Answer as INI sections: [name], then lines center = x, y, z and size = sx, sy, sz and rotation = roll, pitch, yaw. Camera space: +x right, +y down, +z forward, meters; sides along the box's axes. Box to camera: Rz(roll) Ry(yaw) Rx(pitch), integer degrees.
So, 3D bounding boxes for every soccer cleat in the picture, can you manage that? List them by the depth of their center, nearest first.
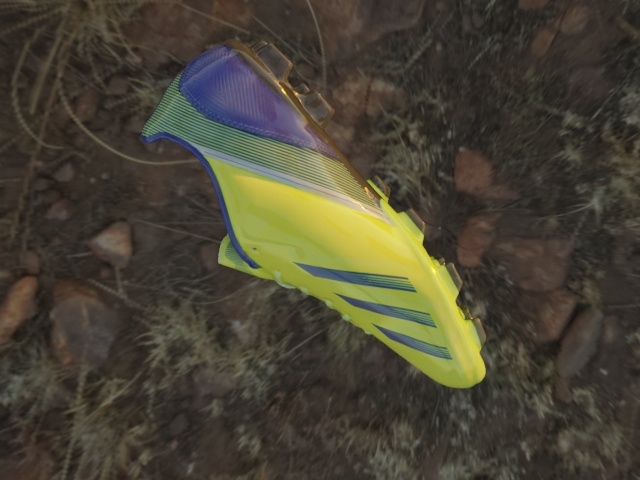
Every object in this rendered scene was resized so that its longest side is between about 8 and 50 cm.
[soccer cleat]
center = 0.000, -0.001, 0.750
size = 0.121, 0.093, 0.289
rotation = -40, 103, 1
